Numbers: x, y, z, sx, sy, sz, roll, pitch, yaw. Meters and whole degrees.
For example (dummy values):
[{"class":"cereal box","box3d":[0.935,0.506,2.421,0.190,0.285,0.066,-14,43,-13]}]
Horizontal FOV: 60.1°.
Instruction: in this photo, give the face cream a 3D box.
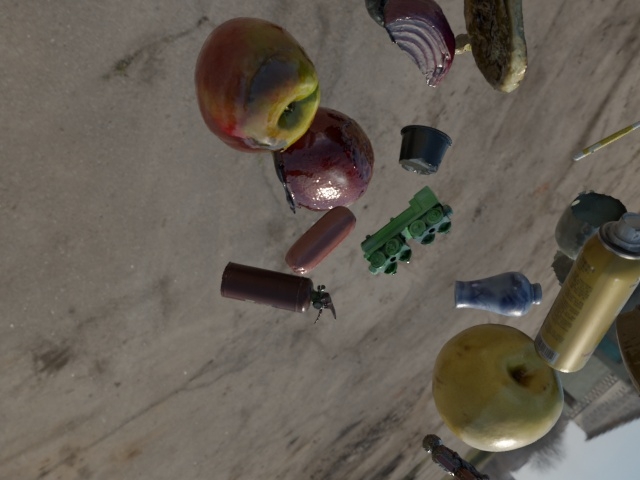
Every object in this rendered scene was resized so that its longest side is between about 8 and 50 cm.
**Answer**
[{"class":"face cream","box3d":[0.487,0.095,0.988,0.104,0.105,0.349,-27,141,-29]}]

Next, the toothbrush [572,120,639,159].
[{"class":"toothbrush","box3d":[0.829,-0.296,1.508,0.288,0.021,0.024,-31,177,32]}]

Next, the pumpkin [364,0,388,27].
[{"class":"pumpkin","box3d":[0.263,-0.851,1.920,0.232,0.163,0.233,-2,95,-28]}]

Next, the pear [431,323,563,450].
[{"class":"pear","box3d":[0.414,0.350,1.329,0.314,0.314,0.314,-33,152,-20]}]

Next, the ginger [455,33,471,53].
[{"class":"ginger","box3d":[0.489,-0.635,1.770,0.051,0.173,0.070,38,68,-44]}]

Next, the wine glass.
[{"class":"wine glass","box3d":[0.915,0.005,1.889,0.238,0.238,0.323,-31,141,-23]}]

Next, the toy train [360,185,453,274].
[{"class":"toy train","box3d":[0.206,-0.020,1.356,0.251,0.119,0.085,-38,143,16]}]

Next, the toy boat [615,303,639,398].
[{"class":"toy boat","box3d":[0.730,0.270,1.234,0.089,0.121,0.321,-28,-163,28]}]

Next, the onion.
[{"class":"onion","box3d":[0.292,-0.572,1.471,0.111,0.250,0.248,-25,-148,45]}]

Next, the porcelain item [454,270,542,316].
[{"class":"porcelain item","box3d":[0.551,0.167,1.726,0.258,0.142,0.141,-1,155,12]}]

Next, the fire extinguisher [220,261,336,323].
[{"class":"fire extinguisher","box3d":[-0.112,0.160,1.585,0.107,0.336,0.147,-71,172,-51]}]

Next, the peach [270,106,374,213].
[{"class":"peach","box3d":[-0.021,-0.283,1.832,0.416,0.339,0.353,6,142,-37]}]

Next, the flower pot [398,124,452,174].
[{"class":"flower pot","box3d":[0.299,-0.261,1.640,0.157,0.157,0.107,39,68,-63]}]

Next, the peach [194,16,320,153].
[{"class":"peach","box3d":[-0.182,-0.413,1.490,0.370,0.370,0.370,-33,152,-20]}]

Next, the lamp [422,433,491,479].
[{"class":"lamp","box3d":[0.151,0.254,0.629,0.031,0.083,0.063,-49,143,-5]}]

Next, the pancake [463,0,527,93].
[{"class":"pancake","box3d":[0.469,-0.569,1.489,0.065,0.356,0.356,-15,151,0]}]

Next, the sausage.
[{"class":"sausage","box3d":[0.000,0.000,1.013,0.154,0.062,0.062,-44,154,-12]}]
